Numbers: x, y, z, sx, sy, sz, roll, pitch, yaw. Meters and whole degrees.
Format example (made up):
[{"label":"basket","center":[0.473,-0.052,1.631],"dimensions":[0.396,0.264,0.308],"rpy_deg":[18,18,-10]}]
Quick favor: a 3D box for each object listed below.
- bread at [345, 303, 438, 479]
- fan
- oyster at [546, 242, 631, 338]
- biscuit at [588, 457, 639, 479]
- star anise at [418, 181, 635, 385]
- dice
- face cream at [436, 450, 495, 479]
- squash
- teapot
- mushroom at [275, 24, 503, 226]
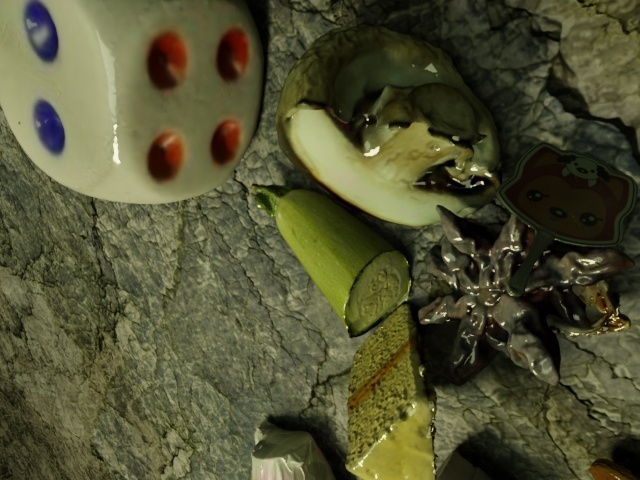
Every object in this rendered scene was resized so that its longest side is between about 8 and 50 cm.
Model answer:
[{"label":"bread","center":[0.103,0.217,0.751],"dimensions":[0.142,0.266,0.178],"rpy_deg":[-19,105,13]},{"label":"fan","center":[0.239,-0.023,0.568],"dimensions":[0.132,0.220,0.009],"rpy_deg":[28,148,22]},{"label":"oyster","center":[0.297,0.063,0.658],"dimensions":[0.103,0.051,0.148],"rpy_deg":[-63,36,26]},{"label":"biscuit","center":[0.420,0.347,0.680],"dimensions":[0.205,0.031,0.138],"rpy_deg":[45,163,12]},{"label":"star anise","center":[0.206,0.056,0.645],"dimensions":[0.283,0.129,0.212],"rpy_deg":[-26,71,56]},{"label":"dice","center":[-0.284,-0.248,0.832],"dimensions":[0.304,0.277,0.304],"rpy_deg":[30,124,28]},{"label":"face cream","center":[0.209,0.428,0.814],"dimensions":[0.153,0.177,0.177],"rpy_deg":[35,128,20]},{"label":"squash","center":[0.012,-0.010,0.821],"dimensions":[0.287,0.137,0.137],"rpy_deg":[52,132,19]},{"label":"teapot","center":[-0.054,0.447,1.074],"dimensions":[0.163,0.221,0.178],"rpy_deg":[-13,93,1]},{"label":"mushroom","center":[0.083,-0.140,0.669],"dimensions":[0.267,0.164,0.189],"rpy_deg":[15,153,-6]}]
